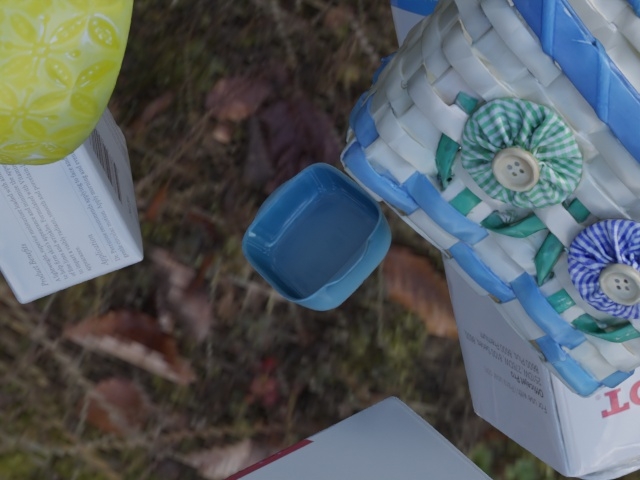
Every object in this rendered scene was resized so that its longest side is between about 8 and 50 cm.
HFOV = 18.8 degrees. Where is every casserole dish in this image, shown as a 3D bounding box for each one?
[{"bbox_3d":[0.000,0.000,1.668,0.114,0.188,0.037,-48,120,-1],"label":"casserole dish"}]

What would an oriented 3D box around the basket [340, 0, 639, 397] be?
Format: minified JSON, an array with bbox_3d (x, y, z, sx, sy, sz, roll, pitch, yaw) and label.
[{"bbox_3d":[0.176,-0.078,0.922,0.255,0.201,0.289,43,110,-9],"label":"basket"}]

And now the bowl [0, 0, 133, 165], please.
[{"bbox_3d":[-0.239,-0.181,1.108,0.156,0.289,0.289,-7,121,-32],"label":"bowl"}]

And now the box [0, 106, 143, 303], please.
[{"bbox_3d":[-0.244,-0.079,1.657,0.119,0.182,0.181,-19,132,4],"label":"box"}]

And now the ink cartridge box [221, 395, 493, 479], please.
[{"bbox_3d":[0.028,0.203,1.028,0.128,0.127,0.176,-24,130,-26],"label":"ink cartridge box"}]

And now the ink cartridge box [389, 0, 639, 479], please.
[{"bbox_3d":[0.218,-0.081,1.270,0.285,0.166,0.395,-17,107,-16],"label":"ink cartridge box"}]
